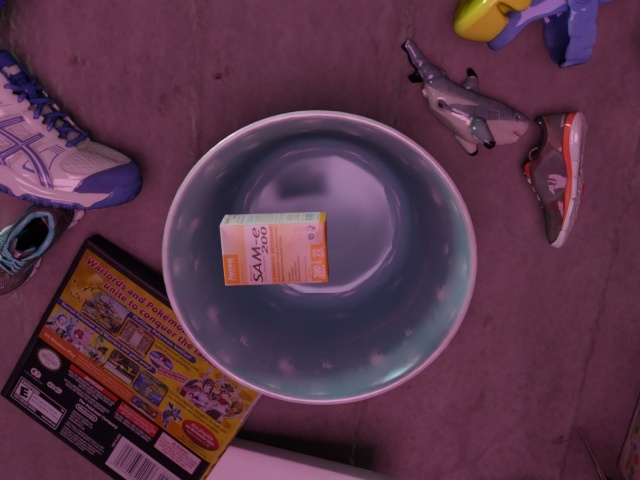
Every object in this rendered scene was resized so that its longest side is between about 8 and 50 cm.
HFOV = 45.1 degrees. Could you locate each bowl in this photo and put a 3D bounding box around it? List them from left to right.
[{"bbox_3d":[0.000,0.000,0.831,0.312,0.163,0.311,0,110,1],"label":"bowl"}]

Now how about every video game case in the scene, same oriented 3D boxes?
[{"bbox_3d":[-0.223,0.170,0.934,0.275,0.035,0.248,35,107,4],"label":"video game case"}]

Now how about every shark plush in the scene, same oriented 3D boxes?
[{"bbox_3d":[0.152,-0.158,0.847,0.161,0.073,0.067,41,86,9],"label":"shark plush"}]

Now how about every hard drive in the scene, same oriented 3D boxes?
[{"bbox_3d":[-0.067,0.358,0.966,0.308,0.040,0.203,9,101,16],"label":"hard drive"}]

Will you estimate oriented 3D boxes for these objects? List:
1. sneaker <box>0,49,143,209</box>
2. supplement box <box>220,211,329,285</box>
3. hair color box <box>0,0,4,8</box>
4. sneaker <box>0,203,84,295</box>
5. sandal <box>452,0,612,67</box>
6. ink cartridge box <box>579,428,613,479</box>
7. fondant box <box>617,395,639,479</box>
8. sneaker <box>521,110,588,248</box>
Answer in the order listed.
[{"bbox_3d":[-0.328,-0.128,0.821,0.297,0.112,0.131,18,109,-6],"label":"sneaker"},{"bbox_3d":[-0.042,0.008,0.730,0.099,0.036,0.062,-3,109,3],"label":"supplement box"},{"bbox_3d":[-0.443,-0.202,0.736,0.185,0.110,0.338,29,94,6],"label":"hair color box"},{"bbox_3d":[-0.345,0.006,0.887,0.065,0.076,0.166,40,106,-11],"label":"sneaker"},{"bbox_3d":[0.279,-0.294,0.751,0.138,0.126,0.317,36,114,-15],"label":"sandal"},{"bbox_3d":[0.400,0.363,0.938,0.066,0.189,0.232,-19,107,7],"label":"ink cartridge box"},{"bbox_3d":[0.455,0.192,0.850,0.096,0.238,0.330,9,110,-3],"label":"fondant box"},{"bbox_3d":[0.260,-0.070,0.868,0.065,0.061,0.157,9,111,27],"label":"sneaker"}]
